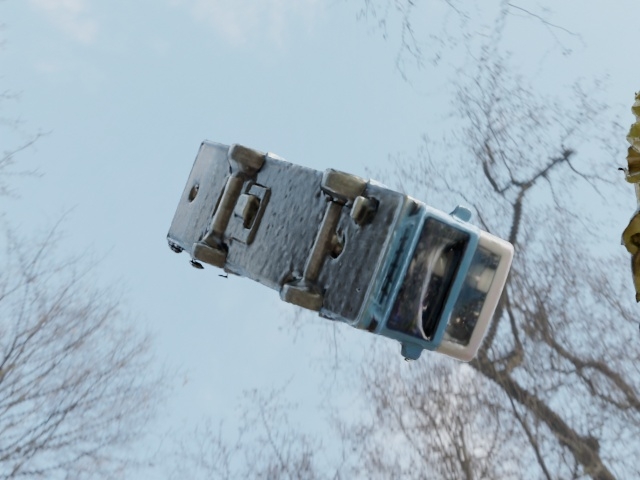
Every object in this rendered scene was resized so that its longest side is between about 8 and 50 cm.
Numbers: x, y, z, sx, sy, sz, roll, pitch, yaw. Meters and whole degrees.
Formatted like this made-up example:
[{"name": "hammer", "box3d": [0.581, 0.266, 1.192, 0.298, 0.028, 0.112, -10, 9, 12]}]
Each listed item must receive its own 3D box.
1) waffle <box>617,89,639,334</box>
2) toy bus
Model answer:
[{"name": "waffle", "box3d": [0.354, -0.002, 1.102, 0.060, 0.307, 0.312, -4, -96, 36]}, {"name": "toy bus", "box3d": [0.000, 0.000, 0.868, 0.131, 0.297, 0.106, 21, -90, -35]}]
